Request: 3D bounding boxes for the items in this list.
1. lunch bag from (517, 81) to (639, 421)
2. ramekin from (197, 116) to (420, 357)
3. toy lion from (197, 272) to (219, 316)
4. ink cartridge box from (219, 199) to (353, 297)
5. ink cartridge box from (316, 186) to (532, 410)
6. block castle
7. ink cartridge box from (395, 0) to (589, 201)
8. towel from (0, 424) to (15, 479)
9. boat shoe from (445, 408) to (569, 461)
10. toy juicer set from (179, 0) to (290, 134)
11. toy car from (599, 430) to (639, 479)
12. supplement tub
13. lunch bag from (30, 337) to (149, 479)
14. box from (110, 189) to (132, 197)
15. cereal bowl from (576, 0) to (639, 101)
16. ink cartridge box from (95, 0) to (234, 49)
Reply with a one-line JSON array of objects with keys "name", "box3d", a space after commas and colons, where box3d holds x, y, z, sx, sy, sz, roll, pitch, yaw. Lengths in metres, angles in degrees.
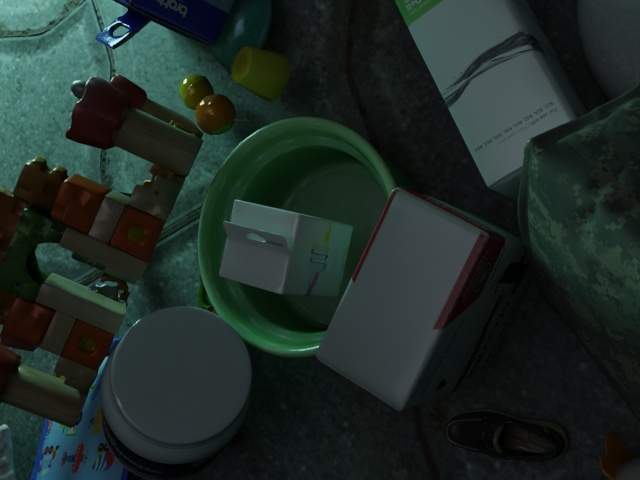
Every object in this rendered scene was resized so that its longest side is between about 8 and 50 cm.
[{"name": "lunch bag", "box3d": [0.316, 0.039, 0.742, 0.168, 0.287, 0.235, -26, 55, -10]}, {"name": "ramekin", "box3d": [0.000, 0.000, 1.023, 0.303, 0.148, 0.304, -3, 84, 30]}, {"name": "toy lion", "box3d": [-0.151, 0.103, 1.174, 0.100, 0.034, 0.096, 28, 107, 30]}, {"name": "ink cartridge box", "box3d": [-0.043, 0.011, 0.876, 0.092, 0.143, 0.090, 13, 92, 31]}, {"name": "ink cartridge box", "box3d": [0.138, 0.065, 0.866, 0.114, 0.272, 0.197, 29, 100, 26]}, {"name": "block castle", "box3d": [-0.343, -0.001, 1.066, 0.212, 0.303, 0.453, 25, 98, -12]}, {"name": "ink cartridge box", "box3d": [0.214, -0.186, 0.885, 0.114, 0.198, 0.273, -30, 70, 25]}, {"name": "towel", "box3d": [-0.535, 0.484, 1.265, 0.317, 0.053, 0.332, -31, 67, 57]}, {"name": "boat shoe", "box3d": [0.218, 0.235, 0.928, 0.152, 0.049, 0.056, -4, 83, 31]}, {"name": "toy juicer set", "box3d": [-0.140, -0.299, 1.184, 0.209, 0.089, 0.329, -44, 47, 38]}, {"name": "toy car", "box3d": [0.346, 0.303, 0.773, 0.219, 0.210, 0.238, -52, 50, 29]}, {"name": "supplement tub", "box3d": [-0.196, 0.210, 1.029, 0.191, 0.191, 0.272, 67, 158, 18]}, {"name": "lunch bag", "box3d": [-0.341, 0.300, 1.221, 0.220, 0.138, 0.293, -11, 70, 32]}, {"name": "box", "box3d": [-0.346, -0.046, 1.270, 0.062, 0.083, 0.052, -27, 74, 26]}, {"name": "cereal bowl", "box3d": [0.433, -0.269, 0.799, 0.338, 0.141, 0.339, -3, 85, 30]}, {"name": "ink cartridge box", "box3d": [-0.208, -0.459, 1.139, 0.270, 0.151, 0.396, 37, 105, 53]}]
